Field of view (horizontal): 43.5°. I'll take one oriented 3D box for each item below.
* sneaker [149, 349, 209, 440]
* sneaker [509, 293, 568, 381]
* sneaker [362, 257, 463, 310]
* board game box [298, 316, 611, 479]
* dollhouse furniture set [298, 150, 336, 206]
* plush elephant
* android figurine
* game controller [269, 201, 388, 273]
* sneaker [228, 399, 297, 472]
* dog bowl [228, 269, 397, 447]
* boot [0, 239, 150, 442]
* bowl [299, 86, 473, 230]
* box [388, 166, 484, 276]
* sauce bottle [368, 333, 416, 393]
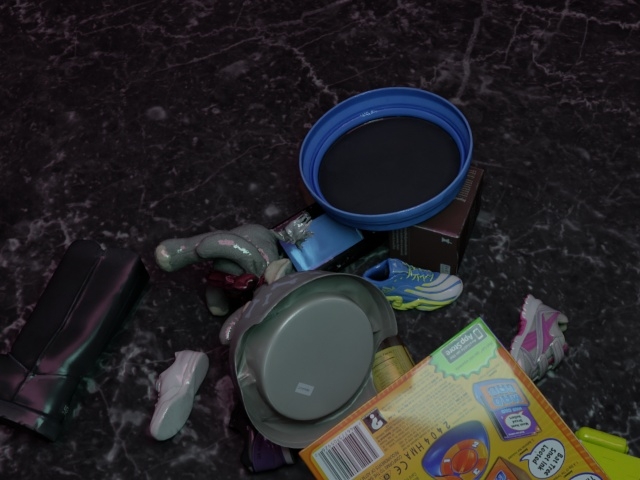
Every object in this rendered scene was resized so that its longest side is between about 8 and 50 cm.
[{"bbox_3d":[-0.321,0.328,1.713,0.094,0.080,0.212,7,49,24],"label":"sneaker"},{"bbox_3d":[0.456,0.231,1.677,0.111,0.103,0.252,15,59,17],"label":"sneaker"},{"bbox_3d":[0.199,0.096,1.779,0.240,0.126,0.091,-8,56,1],"label":"sneaker"},{"bbox_3d":[0.225,0.399,1.350,0.356,0.356,0.356,-36,74,-5],"label":"board game box"},{"bbox_3d":[0.050,-0.142,1.961,0.151,0.144,0.123,-15,59,-22],"label":"dollhouse furniture set"},{"bbox_3d":[-0.137,0.109,1.678,0.330,0.272,0.255,-23,50,4],"label":"plush elephant"},{"bbox_3d":[0.512,0.476,1.533,0.272,0.056,0.248,13,58,13],"label":"android figurine"},{"bbox_3d":[0.000,0.000,1.869,0.319,0.067,0.166,-31,97,-14],"label":"game controller"},{"bbox_3d":[-0.140,0.338,1.665,0.124,0.107,0.283,-16,56,2],"label":"sneaker"},{"bbox_3d":[-0.019,0.215,1.534,0.348,0.349,0.102,-36,32,-18],"label":"dog bowl"},{"bbox_3d":[-0.639,0.180,1.786,0.367,0.146,0.445,20,63,6],"label":"boot"},{"bbox_3d":[0.149,-0.184,1.812,0.391,0.077,0.391,-8,51,10],"label":"bowl"},{"bbox_3d":[0.266,-0.060,1.851,0.167,0.168,0.203,16,59,16],"label":"box"},{"bbox_3d":[0.140,0.261,1.677,0.111,0.111,0.344,-20,58,-8],"label":"sauce bottle"}]
